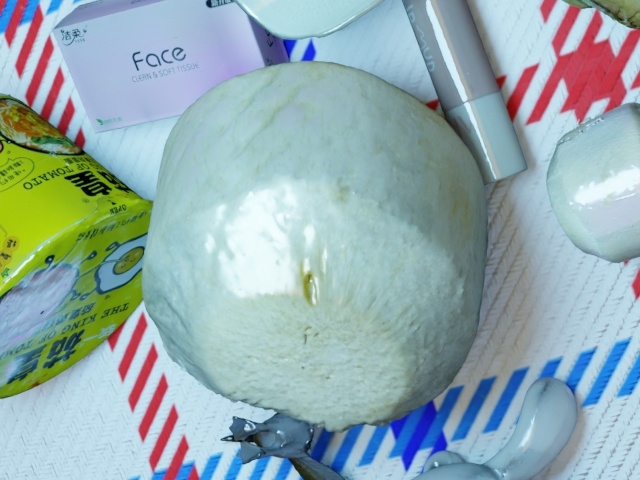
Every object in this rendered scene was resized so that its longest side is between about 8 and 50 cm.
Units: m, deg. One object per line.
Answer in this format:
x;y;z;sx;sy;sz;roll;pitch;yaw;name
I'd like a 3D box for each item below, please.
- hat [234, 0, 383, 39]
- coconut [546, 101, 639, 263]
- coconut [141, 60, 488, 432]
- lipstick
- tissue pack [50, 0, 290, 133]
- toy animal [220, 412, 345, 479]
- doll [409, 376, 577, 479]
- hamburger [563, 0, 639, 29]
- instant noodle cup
0.022;-0.361;1.592;0.301;0.168;0.258;-43;94;8;hat
0.342;-0.069;1.541;0.183;0.171;0.171;-28;88;23;coconut
0.000;0.000;1.572;0.415;0.415;0.345;45;124;8;coconut
0.162;-0.189;1.631;0.070;0.070;0.254;-21;90;20;lipstick
-0.175;-0.227;1.707;0.246;0.092;0.149;-11;117;19;tissue pack
-0.055;0.224;1.731;0.197;0.160;0.273;-10;87;21;toy animal
0.178;0.380;1.593;0.187;0.366;0.376;18;120;-23;doll
0.336;-0.337;1.452;0.259;0.283;0.145;-41;44;20;hamburger
-0.375;-0.007;1.726;0.254;0.325;0.325;45;108;18;instant noodle cup
